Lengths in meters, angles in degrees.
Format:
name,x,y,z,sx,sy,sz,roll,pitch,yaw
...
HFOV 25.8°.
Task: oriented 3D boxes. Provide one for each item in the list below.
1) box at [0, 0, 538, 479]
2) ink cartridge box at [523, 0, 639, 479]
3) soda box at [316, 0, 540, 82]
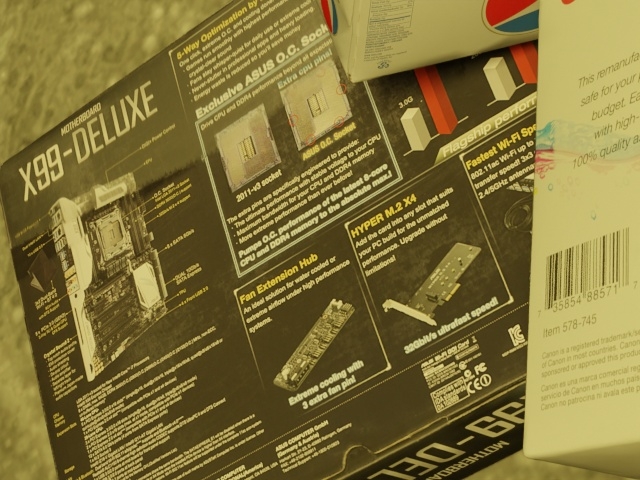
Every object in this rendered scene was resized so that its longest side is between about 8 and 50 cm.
name,x,y,z,sx,sy,sz,roll,pitch,yaw
box,0.000,0.000,0.637,0.307,0.076,0.242,-32,59,22
ink cartridge box,0.152,-0.014,0.437,0.128,0.127,0.176,-22,58,55
soda box,0.103,-0.131,0.540,0.216,0.069,0.074,-15,62,-12
